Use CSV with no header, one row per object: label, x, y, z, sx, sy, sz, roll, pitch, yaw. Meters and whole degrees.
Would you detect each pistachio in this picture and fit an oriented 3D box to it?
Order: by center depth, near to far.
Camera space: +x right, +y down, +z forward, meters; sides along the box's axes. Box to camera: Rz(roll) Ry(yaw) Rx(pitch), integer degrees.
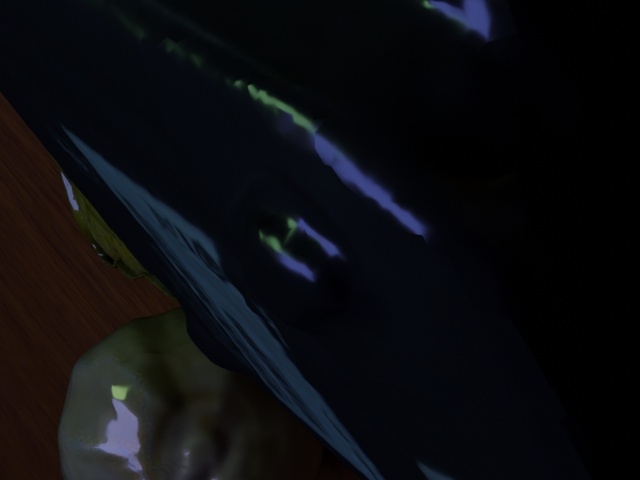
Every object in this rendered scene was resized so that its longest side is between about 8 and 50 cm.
pistachio,-0.075,0.110,0.912,0.157,0.157,0.229,57,165,8

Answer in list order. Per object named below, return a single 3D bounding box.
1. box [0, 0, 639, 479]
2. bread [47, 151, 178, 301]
box,0.000,0.000,0.531,0.350,0.091,0.359,38,167,45
bread,-0.102,-0.092,0.786,0.161,0.088,0.233,14,128,56
